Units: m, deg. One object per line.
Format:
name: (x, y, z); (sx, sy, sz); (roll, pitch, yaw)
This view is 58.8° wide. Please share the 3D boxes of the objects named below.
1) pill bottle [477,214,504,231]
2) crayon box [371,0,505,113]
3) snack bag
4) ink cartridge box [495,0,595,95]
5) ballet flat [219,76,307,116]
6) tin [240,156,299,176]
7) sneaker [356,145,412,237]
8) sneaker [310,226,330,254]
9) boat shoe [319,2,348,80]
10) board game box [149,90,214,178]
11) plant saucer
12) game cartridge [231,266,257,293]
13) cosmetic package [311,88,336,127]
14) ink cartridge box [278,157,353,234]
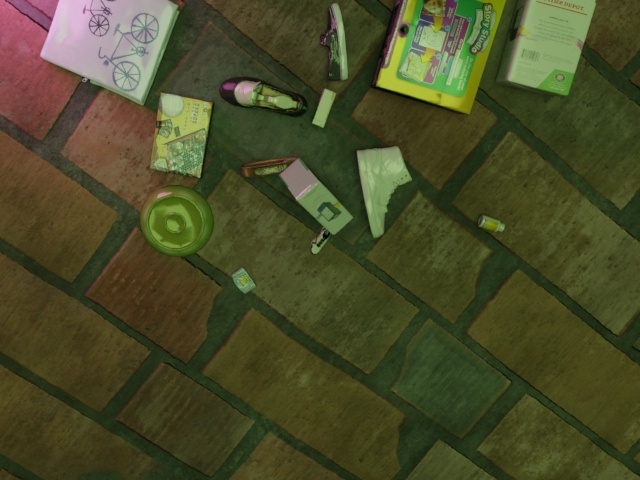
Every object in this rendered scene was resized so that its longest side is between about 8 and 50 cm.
pill bottle: (0.579, -0.055, 1.923); (0.083, 0.043, 0.043); (18, 100, -7)
crayon box: (0.361, -0.610, 1.759); (0.313, 0.106, 0.363); (15, 101, -8)
snack bag: (-0.642, -0.625, 1.719); (0.342, 0.037, 0.323); (22, 99, -9)
ink cartridge box: (0.705, -0.648, 1.767); (0.207, 0.119, 0.354); (12, 102, -6)
ballet flat: (-0.176, -0.449, 1.758); (0.280, 0.096, 0.095); (9, 102, -6)
tin: (-0.158, -0.234, 1.802); (0.189, 0.106, 0.040); (-9, 110, -1)
sneaker: (0.220, -0.159, 1.843); (0.169, 0.108, 0.293); (-9, 101, 1)
sneaker: (0.000, 0.000, 1.894); (0.040, 0.044, 0.109); (28, 100, -11)
boat shoe: (0.035, -0.608, 1.754); (0.076, 0.080, 0.229); (-9, 110, -4)
board game box: (-0.438, -0.330, 1.792); (0.165, 0.042, 0.243); (11, 101, -6)
plant saucer: (-0.471, -0.059, 1.851); (0.241, 0.037, 0.241); (-1, 102, -4)
game cartridge: (-0.260, 0.137, 1.919); (0.056, 0.017, 0.083); (-33, 102, 7)
cosmetic package: (0.009, -0.418, 1.797); (0.041, 0.060, 0.115); (20, 101, -9)
ink cartridge box: (-0.013, -0.135, 1.764); (0.093, 0.154, 0.212); (-41, 134, 4)
